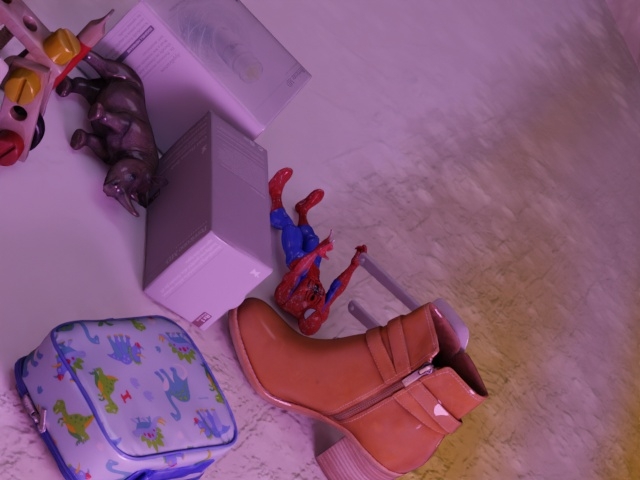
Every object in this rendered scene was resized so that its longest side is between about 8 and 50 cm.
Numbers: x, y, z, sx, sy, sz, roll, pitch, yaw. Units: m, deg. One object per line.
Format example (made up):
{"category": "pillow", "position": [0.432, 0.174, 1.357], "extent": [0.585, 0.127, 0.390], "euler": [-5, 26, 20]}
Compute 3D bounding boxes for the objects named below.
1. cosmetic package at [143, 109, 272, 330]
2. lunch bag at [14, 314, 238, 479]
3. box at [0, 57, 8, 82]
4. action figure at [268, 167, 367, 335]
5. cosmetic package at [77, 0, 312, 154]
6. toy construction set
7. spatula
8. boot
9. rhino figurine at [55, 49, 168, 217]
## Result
{"category": "cosmetic package", "position": [-0.132, -0.025, 2.080], "extent": [0.107, 0.127, 0.238], "euler": [36, 27, -25]}
{"category": "lunch bag", "position": [-0.191, 0.168, 1.774], "extent": [0.219, 0.090, 0.176], "euler": [-1, 54, -57]}
{"category": "box", "position": [-0.423, -0.188, 1.697], "extent": [0.148, 0.127, 0.232], "euler": [26, -11, 17]}
{"category": "action figure", "position": [0.000, 0.000, 2.243], "extent": [0.091, 0.139, 0.280], "euler": [32, 34, -28]}
{"category": "cosmetic package", "position": [-0.156, -0.219, 2.287], "extent": [0.225, 0.138, 0.224], "euler": [47, 27, -6]}
{"category": "toy construction set", "position": [-0.329, -0.243, 1.945], "extent": [0.257, 0.237, 0.309], "euler": [53, 26, 9]}
{"category": "spatula", "position": [0.091, 0.122, 2.117], "extent": [0.019, 0.168, 0.242], "euler": [4, 24, -30]}
{"category": "boot", "position": [0.040, 0.135, 2.020], "extent": [0.283, 0.220, 0.109], "euler": [56, 27, 14]}
{"category": "rhino figurine", "position": [-0.240, -0.125, 2.108], "extent": [0.106, 0.073, 0.243], "euler": [18, 41, -41]}
